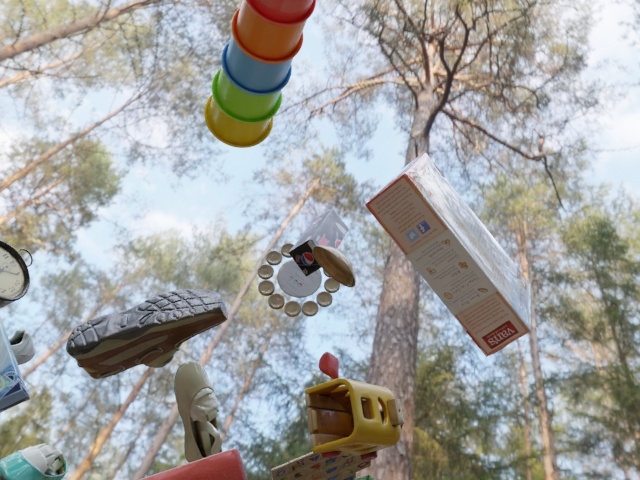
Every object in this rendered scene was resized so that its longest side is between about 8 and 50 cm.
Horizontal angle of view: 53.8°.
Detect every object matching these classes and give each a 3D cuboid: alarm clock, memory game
[{"bbox_3d":[-0.617,0.059,1.211,0.064,0.192,0.129,-25,-80,19],"label":"alarm clock"},{"bbox_3d":[-0.047,0.083,1.378,0.186,0.186,0.012,12,-31,4],"label":"memory game"}]

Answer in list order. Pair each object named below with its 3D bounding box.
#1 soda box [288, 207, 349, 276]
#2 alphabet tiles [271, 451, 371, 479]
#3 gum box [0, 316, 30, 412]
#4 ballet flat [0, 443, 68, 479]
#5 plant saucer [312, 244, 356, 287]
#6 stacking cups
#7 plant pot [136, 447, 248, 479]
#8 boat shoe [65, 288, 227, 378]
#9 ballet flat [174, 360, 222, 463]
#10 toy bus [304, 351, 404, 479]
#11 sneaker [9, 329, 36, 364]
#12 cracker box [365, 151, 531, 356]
[{"bbox_3d":[0.000,0.000,1.182,0.053,0.169,0.060,-32,-79,26],"label":"soda box"},{"bbox_3d":[0.008,0.525,1.431,0.237,0.009,0.198,-18,-47,-16],"label":"alphabet tiles"},{"bbox_3d":[-0.532,0.184,0.914,0.157,0.184,0.041,-24,-29,-20],"label":"gum box"},{"bbox_3d":[-0.564,0.445,1.254,0.083,0.087,0.247,40,-20,11],"label":"ballet flat"},{"bbox_3d":[0.024,0.034,0.925,0.083,0.015,0.083,38,-22,18],"label":"plant saucer"},{"bbox_3d":[-0.072,-0.220,0.711,0.096,0.096,0.316,25,-24,-5],"label":"stacking cups"},{"bbox_3d":[-0.238,0.520,0.974,0.267,0.267,0.236,-51,-122,30],"label":"plant pot"},{"bbox_3d":[-0.345,0.195,1.290,0.324,0.122,0.120,-16,-62,1],"label":"boat shoe"},{"bbox_3d":[-0.230,0.351,1.244,0.086,0.086,0.248,3,-63,10],"label":"ballet flat"},{"bbox_3d":[0.069,0.262,0.924,0.104,0.202,0.191,-26,-75,29],"label":"toy bus"},{"bbox_3d":[-0.561,0.208,1.087,0.053,0.152,0.061,21,-53,13],"label":"sneaker"},{"bbox_3d":[0.166,0.010,0.784,0.067,0.156,0.232,-39,-89,24],"label":"cracker box"}]
